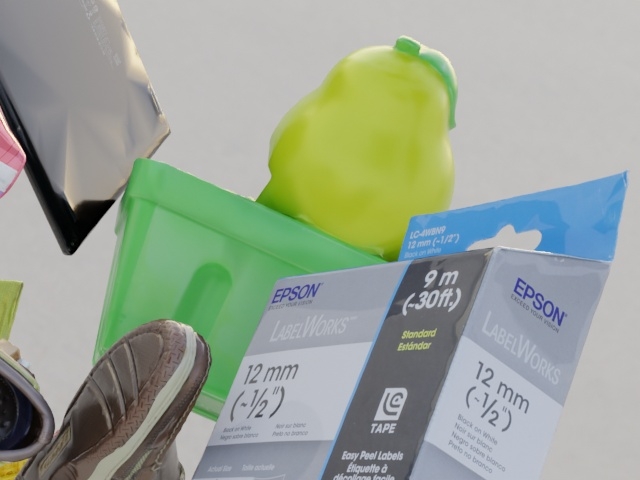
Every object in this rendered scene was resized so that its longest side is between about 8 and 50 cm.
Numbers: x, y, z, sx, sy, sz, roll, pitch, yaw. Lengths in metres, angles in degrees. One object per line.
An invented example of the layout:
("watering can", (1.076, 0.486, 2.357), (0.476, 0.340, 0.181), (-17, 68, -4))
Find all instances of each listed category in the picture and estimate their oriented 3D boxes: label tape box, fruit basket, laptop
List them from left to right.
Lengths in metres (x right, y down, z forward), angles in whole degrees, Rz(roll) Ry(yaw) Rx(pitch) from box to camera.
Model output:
("laptop", (-0.333, -0.225, 1.714), (0.408, 0.236, 0.382), (-62, 135, -56))
("fruit basket", (0.000, 0.000, 1.582), (0.392, 0.392, 0.283), (31, -14, -4))
("label tape box", (0.053, 0.092, 1.214), (0.115, 0.348, 0.249), (34, -25, -29))

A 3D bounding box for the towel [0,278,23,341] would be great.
("towel", (-0.469, 0.083, 2.038), (0.237, 0.102, 0.021), (3, -26, 15))

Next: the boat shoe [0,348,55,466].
("boat shoe", (-0.333, 0.069, 1.215), (0.324, 0.117, 0.096), (32, -16, -23))

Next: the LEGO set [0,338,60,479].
("LEGO set", (-0.282, 0.185, 1.724), (0.287, 0.132, 0.107), (46, 6, -44))

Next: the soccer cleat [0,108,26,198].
("soccer cleat", (-0.244, -0.089, 0.986), (0.116, 0.109, 0.318), (36, 0, -23))

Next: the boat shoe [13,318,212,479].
("boat shoe", (-0.141, 0.153, 1.294), (0.095, 0.257, 0.095), (22, 41, -28))
